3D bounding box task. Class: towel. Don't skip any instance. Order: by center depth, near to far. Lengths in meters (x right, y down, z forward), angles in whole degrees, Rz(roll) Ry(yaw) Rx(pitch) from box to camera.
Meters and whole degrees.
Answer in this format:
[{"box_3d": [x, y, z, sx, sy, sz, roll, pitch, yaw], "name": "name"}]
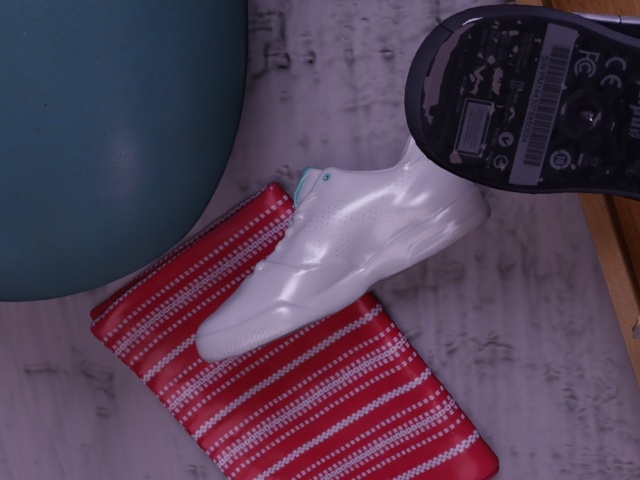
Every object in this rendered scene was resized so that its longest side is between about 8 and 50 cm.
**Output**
[{"box_3d": [-0.021, 0.114, 0.807, 0.199, 0.031, 0.275, -34, 102, 23], "name": "towel"}]

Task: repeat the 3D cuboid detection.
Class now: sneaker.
[{"box_3d": [0.000, 0.000, 0.718, 0.212, 0.080, 0.094, -31, 88, 0], "name": "sneaker"}]

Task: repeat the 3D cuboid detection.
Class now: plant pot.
[{"box_3d": [-0.172, -0.109, 0.613, 0.293, 0.293, 0.235, 0, 127, 13], "name": "plant pot"}]

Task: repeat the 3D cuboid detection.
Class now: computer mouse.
[{"box_3d": [0.169, -0.034, 0.587, 0.262, 0.060, 0.184, 4, 113, -2], "name": "computer mouse"}]

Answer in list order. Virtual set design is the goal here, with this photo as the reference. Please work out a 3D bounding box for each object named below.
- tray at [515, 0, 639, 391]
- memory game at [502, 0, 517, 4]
[{"box_3d": [0.261, -0.032, 0.639, 0.202, 0.076, 0.411, -15, 111, 19], "name": "tray"}, {"box_3d": [0.190, -0.151, 0.648, 0.186, 0.012, 0.186, 5, 114, 12], "name": "memory game"}]
